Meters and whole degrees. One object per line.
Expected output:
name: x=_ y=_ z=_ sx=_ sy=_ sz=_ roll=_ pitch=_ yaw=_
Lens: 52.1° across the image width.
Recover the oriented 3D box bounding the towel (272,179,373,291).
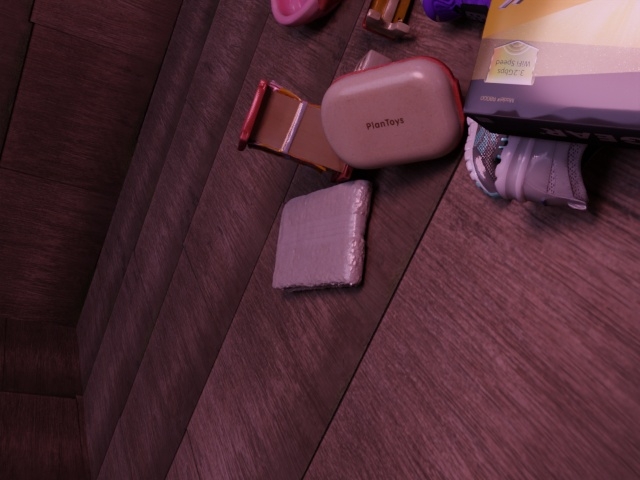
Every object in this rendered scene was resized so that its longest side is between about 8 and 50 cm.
towel: x=0.000 y=0.000 z=1.211 sx=0.282 sy=0.049 sz=0.187 roll=-9 pitch=72 yaw=58

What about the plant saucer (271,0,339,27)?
plant saucer: x=0.001 y=-0.621 z=1.428 sx=0.332 sy=0.084 sz=0.332 roll=-32 pitch=52 yaw=53

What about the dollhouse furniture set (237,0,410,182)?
dollhouse furniture set: x=0.012 y=-0.303 z=1.147 sx=0.152 sy=0.201 sz=0.374 roll=-156 pitch=87 yaw=-81

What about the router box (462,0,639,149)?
router box: x=0.312 y=-0.209 z=0.605 sx=0.309 sy=0.081 sz=0.242 roll=14 pitch=90 yaw=37

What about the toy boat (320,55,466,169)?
toy boat: x=0.118 y=-0.202 z=1.008 sx=0.231 sy=0.151 sz=0.151 roll=-5 pitch=113 yaw=33

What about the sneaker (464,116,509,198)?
sneaker: x=0.232 y=-0.137 z=0.851 sx=0.076 sy=0.065 sz=0.166 roll=-25 pitch=58 yaw=50

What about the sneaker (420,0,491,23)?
sneaker: x=0.233 y=-0.332 z=0.889 sx=0.293 sy=0.102 sz=0.146 roll=165 pitch=89 yaw=-71

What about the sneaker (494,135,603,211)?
sneaker: x=0.303 y=-0.162 z=0.735 sx=0.115 sy=0.105 sz=0.281 roll=24 pitch=97 yaw=26
